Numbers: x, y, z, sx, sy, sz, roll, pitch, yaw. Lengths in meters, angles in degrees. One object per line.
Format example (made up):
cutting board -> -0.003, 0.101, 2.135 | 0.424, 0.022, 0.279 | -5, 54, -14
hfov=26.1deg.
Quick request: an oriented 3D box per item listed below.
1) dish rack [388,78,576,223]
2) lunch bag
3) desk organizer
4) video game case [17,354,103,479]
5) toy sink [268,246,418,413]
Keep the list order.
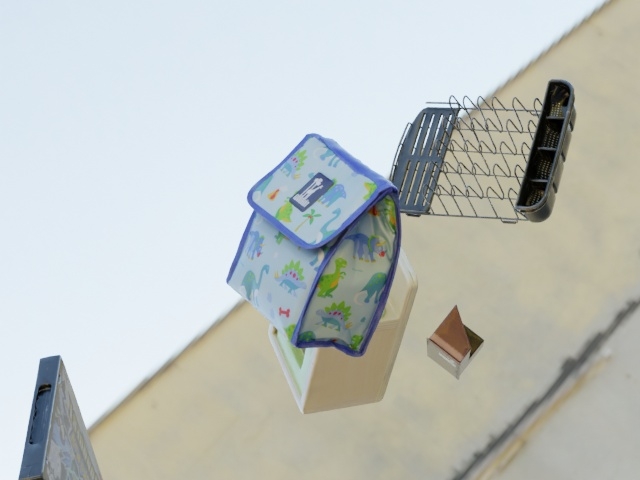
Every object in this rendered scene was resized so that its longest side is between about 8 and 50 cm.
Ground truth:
dish rack -> 0.222, -0.123, 1.960 | 0.074, 0.271, 0.208 | 50, -128, -50
lunch bag -> 0.000, 0.000, 1.138 | 0.096, 0.129, 0.151 | 13, -73, -37
desk organizer -> 0.151, 0.114, 1.537 | 0.050, 0.047, 0.130 | -51, -12, -7
video game case -> -0.308, 0.322, 1.708 | 0.035, 0.248, 0.275 | -11, -61, 1
toy sink -> 0.021, 0.092, 1.823 | 0.131, 0.153, 0.234 | -7, -43, -21
